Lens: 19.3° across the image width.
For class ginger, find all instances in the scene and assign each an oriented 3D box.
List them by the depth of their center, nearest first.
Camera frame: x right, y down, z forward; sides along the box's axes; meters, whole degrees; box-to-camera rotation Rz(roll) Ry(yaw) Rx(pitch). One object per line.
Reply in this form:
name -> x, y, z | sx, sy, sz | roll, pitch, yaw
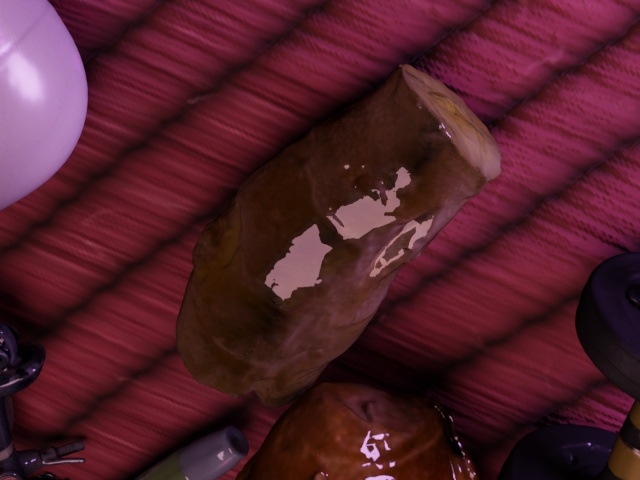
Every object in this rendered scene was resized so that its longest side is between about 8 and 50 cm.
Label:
ginger -> 0.000, 0.000, 1.155 | 0.116, 0.109, 0.263 | 51, 120, 13
ginger -> 0.036, 0.280, 1.256 | 0.254, 0.176, 0.418 | -2, 119, 46

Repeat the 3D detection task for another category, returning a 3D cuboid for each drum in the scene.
drum -> -0.167, 0.185, 1.333 | 0.130, 0.049, 0.253 | 35, 122, -9

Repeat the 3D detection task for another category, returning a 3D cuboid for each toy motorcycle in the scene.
toy motorcycle -> -0.294, 0.123, 1.305 | 0.263, 0.091, 0.157 | -11, 125, 20

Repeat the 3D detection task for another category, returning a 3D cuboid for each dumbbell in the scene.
dumbbell -> 0.201, 0.117, 1.159 | 0.143, 0.143, 0.325 | 19, 122, 0

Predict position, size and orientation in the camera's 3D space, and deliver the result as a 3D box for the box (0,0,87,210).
box -> -0.326, -0.139, 1.122 | 0.289, 0.141, 0.349 | -27, 112, 23
